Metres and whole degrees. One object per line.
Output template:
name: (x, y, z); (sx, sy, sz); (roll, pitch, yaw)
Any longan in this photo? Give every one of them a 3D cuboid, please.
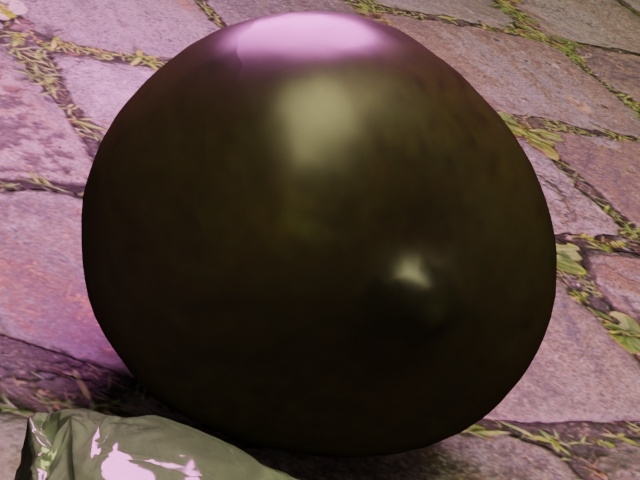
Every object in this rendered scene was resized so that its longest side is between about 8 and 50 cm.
longan: (0.000, 0.000, 1.317); (0.361, 0.361, 0.361); (18, 24, -8)

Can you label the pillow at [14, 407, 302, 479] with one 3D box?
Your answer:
pillow: (-0.049, 0.220, 1.020); (0.283, 0.138, 0.310); (17, 21, -11)
